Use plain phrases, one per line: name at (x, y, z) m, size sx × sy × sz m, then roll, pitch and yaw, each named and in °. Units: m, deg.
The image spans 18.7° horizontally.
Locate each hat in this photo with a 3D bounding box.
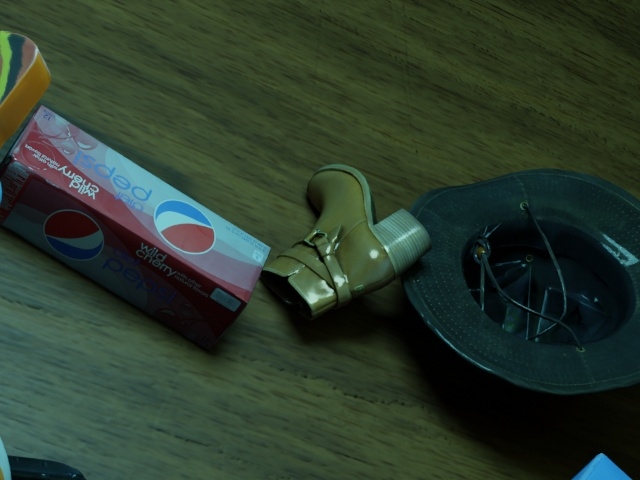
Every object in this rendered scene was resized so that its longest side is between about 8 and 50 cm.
hat at (0.230, 0.074, 2.042) m, size 0.331 × 0.134 × 0.331 m, roll 7°, pitch 45°, yaw -7°

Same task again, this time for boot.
boot at (0.000, 0.000, 1.982) m, size 0.152 × 0.073 × 0.197 m, roll -32°, pitch 35°, yaw -19°

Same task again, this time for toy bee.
toy bee at (-0.367, -0.067, 1.694) m, size 0.162 × 0.195 × 0.298 m, roll 18°, pitch 49°, yaw 13°

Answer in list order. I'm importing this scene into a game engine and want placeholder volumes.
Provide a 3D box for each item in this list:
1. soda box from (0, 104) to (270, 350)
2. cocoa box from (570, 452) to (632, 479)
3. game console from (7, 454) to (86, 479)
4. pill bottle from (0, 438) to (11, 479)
soda box at (-0.184, -0.012, 1.841) m, size 0.263 × 0.083 × 0.092 m, roll 32°, pitch 40°, yaw -9°
cocoa box at (0.168, 0.384, 1.527) m, size 0.231 × 0.347 × 0.228 m, roll 43°, pitch 38°, yaw 5°
game console at (-0.342, 0.215, 1.535) m, size 0.361 × 0.044 × 0.213 m, roll 11°, pitch 48°, yaw -29°
pill bottle at (-0.349, 0.259, 1.240) m, size 0.224 × 0.224 × 0.392 m, roll 29°, pitch 32°, yaw -12°
